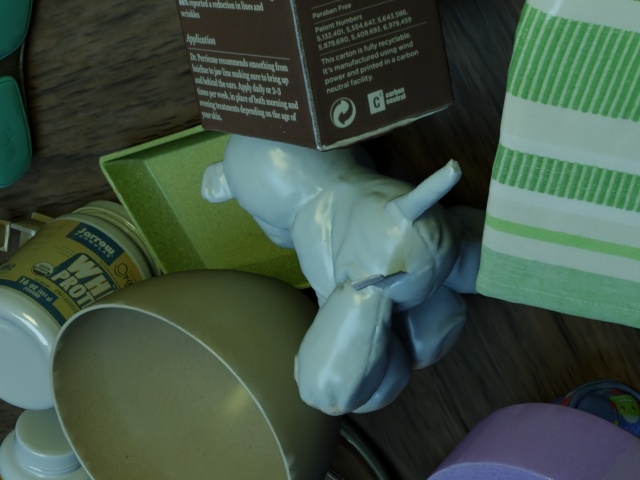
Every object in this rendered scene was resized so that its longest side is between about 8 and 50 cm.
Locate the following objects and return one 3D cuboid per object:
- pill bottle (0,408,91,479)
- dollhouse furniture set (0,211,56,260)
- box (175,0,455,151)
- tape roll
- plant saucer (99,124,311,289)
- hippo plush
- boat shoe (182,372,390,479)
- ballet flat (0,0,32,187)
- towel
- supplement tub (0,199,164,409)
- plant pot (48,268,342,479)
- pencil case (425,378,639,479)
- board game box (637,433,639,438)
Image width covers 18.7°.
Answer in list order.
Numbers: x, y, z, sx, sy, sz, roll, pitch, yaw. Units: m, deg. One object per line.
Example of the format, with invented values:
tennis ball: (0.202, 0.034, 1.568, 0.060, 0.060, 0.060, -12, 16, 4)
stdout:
pill bottle: (-0.315, 0.287, 2.239, 0.117, 0.117, 0.215, 27, 134, 16)
dollhouse furniture set: (-0.361, 0.030, 2.121, 0.182, 0.101, 0.161, 17, 106, 25)
box: (-0.031, -0.274, 1.500, 0.191, 0.143, 0.381, 15, 122, 56)
tape roll: (0.214, 0.275, 1.674, 0.274, 0.090, 0.275, 24, 135, 27)
plant saucer: (-0.100, -0.031, 1.894, 0.188, 0.045, 0.188, -14, 114, 41)
hippo plush: (0.000, 0.000, 1.694, 0.236, 0.234, 0.294, 37, -179, 22)
boat shoe: (-0.069, 0.206, 1.999, 0.324, 0.120, 0.122, 41, 137, 3)
ballet flat: (-0.348, -0.188, 1.916, 0.106, 0.107, 0.316, 35, 137, 28)
towel: (0.258, -0.065, 1.491, 0.247, 0.038, 0.325, 11, 129, 9)
supplement tub: (-0.258, 0.062, 1.966, 0.144, 0.200, 0.144, 19, 132, 23)
plant pot: (-0.087, 0.138, 1.834, 0.284, 0.191, 0.284, 21, 130, 28)
pencil case: (0.194, 0.241, 1.831, 0.119, 0.133, 0.306, 20, 144, -25)
board game box: (0.392, 0.265, 1.694, 0.142, 0.144, 0.275, -6, 118, 40)
